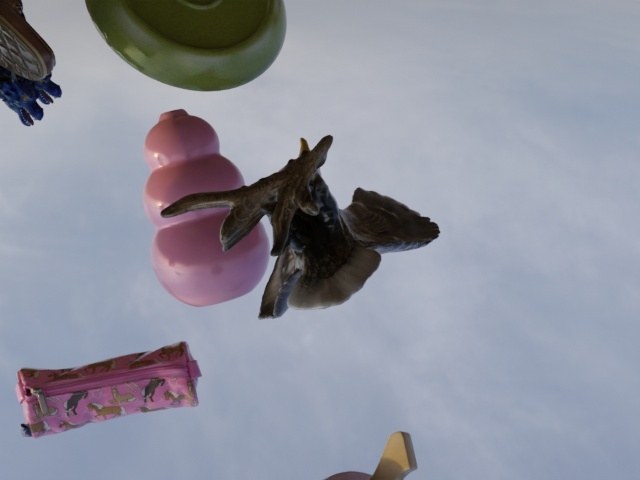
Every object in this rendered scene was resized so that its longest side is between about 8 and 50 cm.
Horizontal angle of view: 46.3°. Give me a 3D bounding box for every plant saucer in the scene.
[{"bbox_3d":[-0.147,-0.287,0.862,0.241,0.241,0.037,-21,170,-27],"label":"plant saucer"}]

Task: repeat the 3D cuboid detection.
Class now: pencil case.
[{"bbox_3d":[-0.455,0.321,1.638,0.386,0.160,0.167,-8,-159,-12],"label":"pencil case"}]

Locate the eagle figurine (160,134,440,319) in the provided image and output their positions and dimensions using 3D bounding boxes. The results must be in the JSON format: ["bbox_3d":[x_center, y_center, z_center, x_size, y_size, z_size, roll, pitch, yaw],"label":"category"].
[{"bbox_3d":[0.002,-0.010,0.864,0.226,0.298,0.225,18,-105,24],"label":"eagle figurine"}]

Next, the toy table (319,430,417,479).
[{"bbox_3d":[0.115,0.483,1.321,0.161,0.252,0.274,-32,156,34],"label":"toy table"}]

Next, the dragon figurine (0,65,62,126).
[{"bbox_3d":[-0.423,-0.205,0.821,0.289,0.144,0.085,40,-162,-3],"label":"dragon figurine"}]

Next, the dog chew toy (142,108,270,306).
[{"bbox_3d":[-0.209,-0.060,1.287,0.206,0.332,0.206,-14,-173,2],"label":"dog chew toy"}]

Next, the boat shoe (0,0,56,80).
[{"bbox_3d":[-0.331,-0.234,0.765,0.178,0.064,0.060,39,-126,11],"label":"boat shoe"}]
